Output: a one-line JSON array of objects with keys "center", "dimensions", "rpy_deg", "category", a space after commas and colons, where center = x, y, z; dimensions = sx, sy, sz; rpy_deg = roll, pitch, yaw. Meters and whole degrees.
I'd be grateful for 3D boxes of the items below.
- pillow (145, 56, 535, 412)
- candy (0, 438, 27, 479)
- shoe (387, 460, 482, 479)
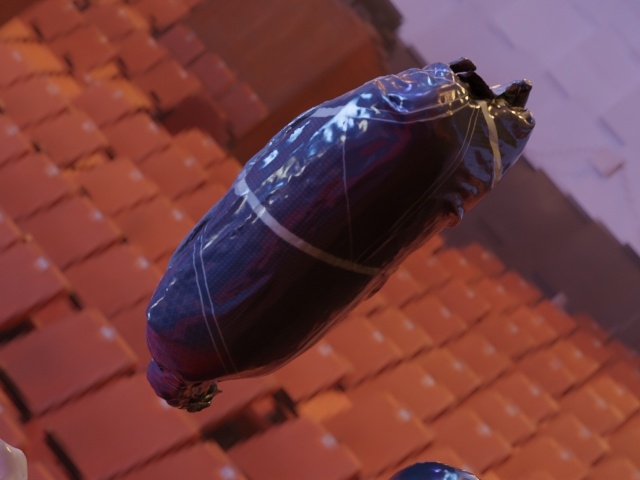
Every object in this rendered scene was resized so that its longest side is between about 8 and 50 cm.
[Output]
[{"center": [0.000, 0.000, 1.103], "dimensions": [0.161, 0.335, 0.093], "rpy_deg": [17, 37, -51], "category": "pillow"}, {"center": [-0.343, 0.221, 0.936], "dimensions": [0.208, 0.358, 0.145], "rpy_deg": [32, 29, -33], "category": "candy"}, {"center": [0.032, 0.271, 1.074], "dimensions": [0.109, 0.149, 0.293], "rpy_deg": [33, -41, 13], "category": "shoe"}]
